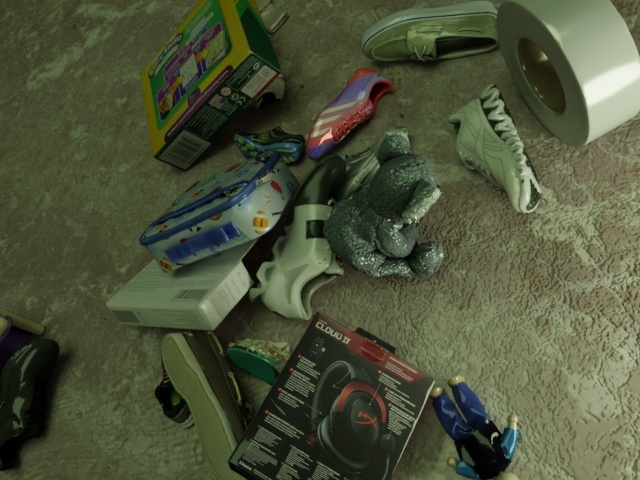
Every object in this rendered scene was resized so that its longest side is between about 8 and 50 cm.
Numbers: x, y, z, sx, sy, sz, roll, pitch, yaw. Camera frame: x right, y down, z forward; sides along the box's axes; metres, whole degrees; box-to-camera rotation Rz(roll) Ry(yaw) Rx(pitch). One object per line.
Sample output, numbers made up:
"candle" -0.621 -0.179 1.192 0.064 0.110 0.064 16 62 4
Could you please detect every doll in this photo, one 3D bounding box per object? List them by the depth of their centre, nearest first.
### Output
"doll" 0.245 0.302 0.892 0.129 0.046 0.189 -32 55 6

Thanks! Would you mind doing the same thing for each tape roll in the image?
"tape roll" 0.419 -0.305 0.993 0.100 0.286 0.286 -31 56 6

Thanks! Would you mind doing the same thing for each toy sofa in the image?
"toy sofa" -0.762 0.324 1.264 0.177 0.150 0.363 11 69 30

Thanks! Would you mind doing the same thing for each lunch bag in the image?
"lunch bag" -0.192 -0.057 1.123 0.303 0.115 0.243 -22 21 29

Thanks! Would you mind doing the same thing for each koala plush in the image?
"koala plush" 0.126 -0.060 0.993 0.203 0.221 0.196 -4 57 -21

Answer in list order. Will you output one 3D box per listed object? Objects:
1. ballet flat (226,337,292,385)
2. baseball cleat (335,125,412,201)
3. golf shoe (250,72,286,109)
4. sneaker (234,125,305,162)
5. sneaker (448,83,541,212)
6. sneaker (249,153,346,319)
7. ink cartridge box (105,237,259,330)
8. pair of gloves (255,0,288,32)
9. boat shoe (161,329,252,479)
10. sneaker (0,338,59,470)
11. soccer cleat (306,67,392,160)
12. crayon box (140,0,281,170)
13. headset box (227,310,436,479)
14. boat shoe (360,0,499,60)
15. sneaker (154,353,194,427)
"ballet flat" -0.059 0.229 1.059 0.240 0.091 0.077 18 42 26
"baseball cleat" 0.090 -0.170 1.197 0.206 0.072 0.109 -47 56 -6
"golf shoe" -0.169 -0.356 1.416 0.176 0.069 0.086 -11 66 20
"sneaker" -0.116 -0.221 1.329 0.188 0.067 0.078 10 47 30
"sneaker" 0.321 -0.158 1.077 0.118 0.110 0.292 -24 48 20
"sneaker" 0.000 0.000 1.120 0.146 0.122 0.331 24 91 23
"ink cartridge box" -0.256 0.068 1.189 0.296 0.066 0.261 -3 35 38
"pair of gloves" -0.225 -0.587 1.576 0.240 0.042 0.204 -39 55 -1
"boat shoe" -0.179 0.297 1.042 0.324 0.096 0.117 54 131 27
"sneaker" -0.627 0.350 1.233 0.130 0.109 0.286 24 85 25
"soccer cleat" 0.060 -0.272 1.262 0.095 0.083 0.248 27 75 28
"crayon box" -0.279 -0.403 1.397 0.363 0.106 0.313 -38 52 27
"headset box" 0.027 0.270 0.897 0.218 0.110 0.293 28 64 7
"boat shoe" 0.235 -0.439 1.256 0.302 0.109 0.094 -9 63 17
"sneaker" -0.285 0.275 1.124 0.063 0.075 0.170 -25 56 10
